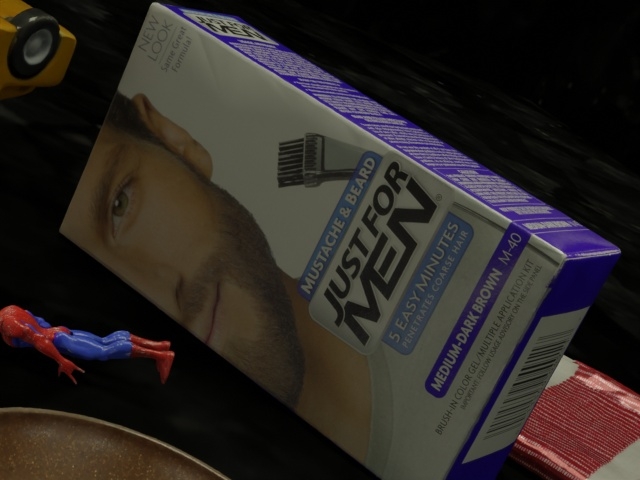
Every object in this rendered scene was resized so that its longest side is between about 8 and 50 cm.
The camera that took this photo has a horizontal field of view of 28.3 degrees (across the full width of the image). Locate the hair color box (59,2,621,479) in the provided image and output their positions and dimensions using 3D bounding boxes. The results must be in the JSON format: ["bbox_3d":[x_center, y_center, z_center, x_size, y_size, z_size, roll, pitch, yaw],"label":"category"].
[{"bbox_3d":[0.000,0.000,0.839,0.339,0.185,0.110,34,19,27],"label":"hair color box"}]

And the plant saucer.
[{"bbox_3d":[-0.087,0.140,0.530,0.198,0.036,0.198,24,16,-7],"label":"plant saucer"}]

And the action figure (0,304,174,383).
[{"bbox_3d":[-0.142,0.059,0.717,0.115,0.030,0.038,17,12,-15],"label":"action figure"}]

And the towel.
[{"bbox_3d":[0.132,0.097,1.018,0.329,0.037,0.237,33,18,22],"label":"towel"}]

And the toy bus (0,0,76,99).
[{"bbox_3d":[-0.308,-0.119,0.831,0.108,0.130,0.333,31,16,19],"label":"toy bus"}]
